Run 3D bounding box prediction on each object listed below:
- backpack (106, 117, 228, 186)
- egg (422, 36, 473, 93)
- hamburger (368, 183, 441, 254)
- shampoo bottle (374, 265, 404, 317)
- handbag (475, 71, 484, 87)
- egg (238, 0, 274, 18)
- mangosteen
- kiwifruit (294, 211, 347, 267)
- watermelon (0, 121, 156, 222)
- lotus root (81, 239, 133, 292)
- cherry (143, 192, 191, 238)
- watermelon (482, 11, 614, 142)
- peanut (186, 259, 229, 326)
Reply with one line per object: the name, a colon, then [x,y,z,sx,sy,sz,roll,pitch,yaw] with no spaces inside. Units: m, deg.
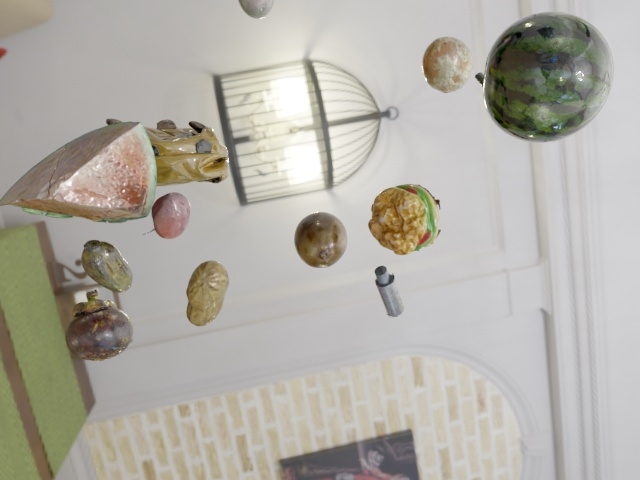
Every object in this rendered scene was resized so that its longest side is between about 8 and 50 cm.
backpack: [-0.454,-0.260,1.625,0.378,0.353,0.201,-156,-116,-63]
egg: [0.474,-0.660,2.034,0.233,0.194,0.195,39,29,-46]
hamburger: [0.246,-0.062,1.691,0.237,0.148,0.237,15,-68,42]
shampoo bottle: [0.233,0.173,1.856,0.072,0.072,0.214,-107,174,-50]
handbag: [0.579,-0.403,1.617,0.089,0.270,0.175,-48,-140,30]
egg: [-0.168,-0.647,1.407,0.103,0.103,0.135,-110,-165,-62]
mangosteen: [-0.676,0.256,1.658,0.192,0.192,0.217,93,-16,-69]
kiwifruit: [0.000,0.000,1.938,0.234,0.195,0.196,-95,177,-64]
watermelon: [-0.576,-0.124,1.375,0.292,0.319,0.222,3,-43,42]
lotus root: [-0.527,0.065,1.338,0.080,0.089,0.179,24,-30,33]
cherry: [-0.345,-0.057,1.262,0.126,0.086,0.106,-8,-101,47]
watermelon: [0.502,-0.364,1.219,0.285,0.284,0.286,170,-90,-85]
peanut: [-0.296,0.140,1.394,0.095,0.108,0.226,39,-44,15]
